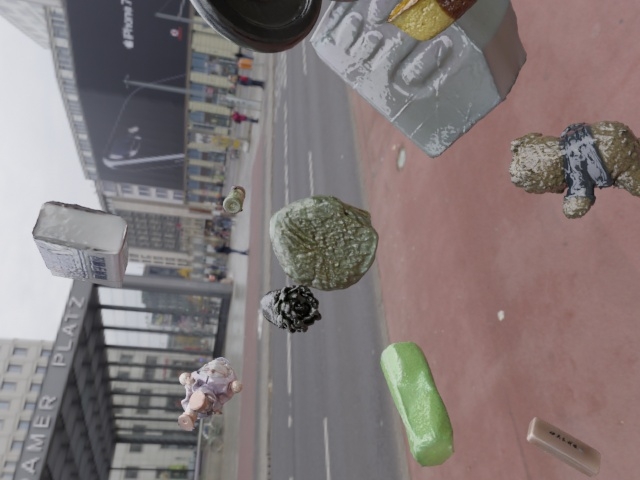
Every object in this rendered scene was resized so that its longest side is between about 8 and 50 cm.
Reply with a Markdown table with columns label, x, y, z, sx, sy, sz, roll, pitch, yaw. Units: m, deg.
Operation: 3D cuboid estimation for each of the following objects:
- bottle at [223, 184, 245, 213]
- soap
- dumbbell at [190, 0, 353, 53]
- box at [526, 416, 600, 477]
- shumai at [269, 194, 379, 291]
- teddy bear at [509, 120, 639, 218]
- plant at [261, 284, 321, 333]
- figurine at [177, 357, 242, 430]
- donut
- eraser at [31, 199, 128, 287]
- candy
| label | x | y | z | sx | sy | sz | roll | pitch | yaw |
| --- | --- | --- | --- | --- | --- | --- | --- | --- | --- |
| bottle | -0.209 | -0.107 | 1.330 | 0.101 | 0.047 | 0.063 | -84 | 11 | -63 |
| soap | 0.229 | -0.452 | 1.222 | 0.350 | 0.435 | 0.213 | -38 | 14 | 52 |
| dumbbell | -0.034 | -0.311 | 0.547 | 0.289 | 0.192 | 0.192 | -6 | 77 | 53 |
| box | 0.396 | 0.335 | 0.872 | 0.048 | 0.115 | 0.025 | -39 | -27 | -54 |
| shumai | 0.000 | 0.000 | 1.302 | 0.222 | 0.260 | 0.225 | -143 | 60 | -80 |
| teddy bear | 0.424 | -0.122 | 0.823 | 0.182 | 0.251 | 0.129 | -71 | -17 | -46 |
| plant | -0.058 | 0.132 | 1.052 | 0.143 | 0.094 | 0.092 | -5 | 86 | 62 |
| figurine | -0.337 | 0.457 | 1.610 | 0.276 | 0.200 | 0.133 | -48 | -37 | -73 |
| donut | 0.210 | -0.419 | 0.917 | 0.217 | 0.085 | 0.141 | -33 | 22 | 41 |
| eraser | -0.375 | 0.016 | 0.860 | 0.210 | 0.124 | 0.068 | 134 | 144 | -62 |
| candy | 0.258 | 0.432 | 1.450 | 0.344 | 0.131 | 0.142 | -104 | 22 | -52 |
